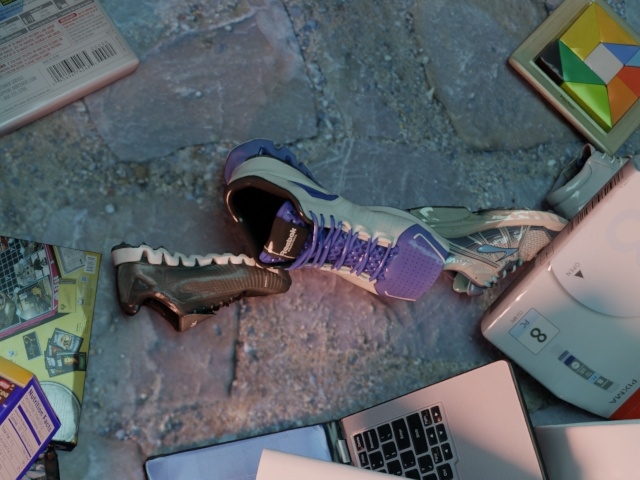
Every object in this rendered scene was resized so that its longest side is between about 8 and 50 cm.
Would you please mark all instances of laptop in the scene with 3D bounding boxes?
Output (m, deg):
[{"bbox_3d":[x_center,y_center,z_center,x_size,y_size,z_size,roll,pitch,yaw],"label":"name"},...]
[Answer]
[{"bbox_3d":[0.056,0.378,1.520,0.236,0.407,0.382,9,61,-56],"label":"laptop"}]

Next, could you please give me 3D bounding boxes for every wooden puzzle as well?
[{"bbox_3d":[0.434,-0.273,2.037,0.221,0.044,0.239,44,60,0],"label":"wooden puzzle"}]

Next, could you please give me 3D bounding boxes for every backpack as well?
[{"bbox_3d":[-0.350,0.279,1.466,0.114,0.105,0.084,-6,74,-11],"label":"backpack"}]

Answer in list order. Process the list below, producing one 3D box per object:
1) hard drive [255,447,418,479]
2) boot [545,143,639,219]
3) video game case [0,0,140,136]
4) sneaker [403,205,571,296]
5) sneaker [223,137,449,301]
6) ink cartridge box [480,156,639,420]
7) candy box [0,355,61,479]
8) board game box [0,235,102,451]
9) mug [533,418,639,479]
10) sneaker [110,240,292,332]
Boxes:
[{"bbox_3d":[0.067,0.373,1.489,0.318,0.040,0.210,11,77,10],"label":"hard drive"},{"bbox_3d":[0.443,-0.103,1.940,0.123,0.095,0.258,49,61,-5],"label":"boot"},{"bbox_3d":[-0.449,-0.280,1.694,0.329,0.036,0.300,-32,83,-28],"label":"video game case"},{"bbox_3d":[0.227,0.017,1.820,0.283,0.110,0.122,0,87,-19],"label":"sneaker"},{"bbox_3d":[-0.001,-0.001,1.664,0.315,0.127,0.182,29,23,-2],"label":"sneaker"},{"bbox_3d":[0.458,0.124,1.745,0.385,0.308,0.091,40,21,-2],"label":"ink cartridge box"},{"bbox_3d":[-0.478,0.233,1.368,0.268,0.122,0.317,22,57,20],"label":"candy box"},{"bbox_3d":[-0.360,0.119,1.562,0.165,0.042,0.243,12,66,-17],"label":"board game box"},{"bbox_3d":[0.456,0.389,1.650,0.374,0.276,0.328,1,81,-29],"label":"mug"},{"bbox_3d":[-0.151,0.067,1.651,0.234,0.078,0.106,6,73,-18],"label":"sneaker"}]
